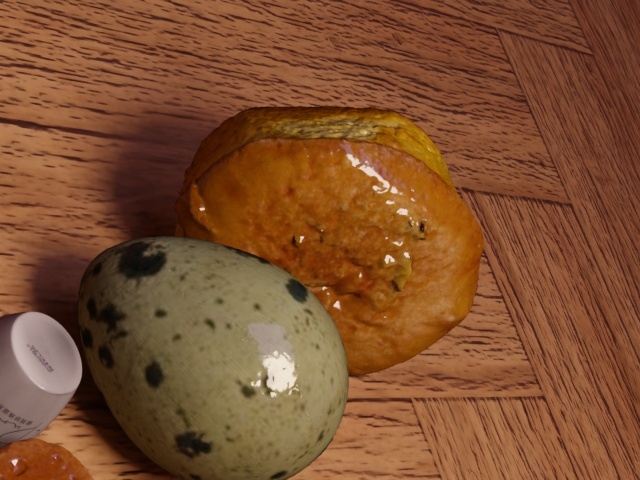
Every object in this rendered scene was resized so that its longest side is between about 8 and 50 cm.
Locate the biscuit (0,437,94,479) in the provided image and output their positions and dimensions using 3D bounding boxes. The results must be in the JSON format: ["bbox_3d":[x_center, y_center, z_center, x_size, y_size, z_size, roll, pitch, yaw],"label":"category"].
[{"bbox_3d":[-0.214,0.223,1.231,0.192,0.036,0.186,-8,61,-32],"label":"biscuit"}]

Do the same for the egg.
[{"bbox_3d":[-0.085,0.088,1.452,0.228,0.177,0.177,41,32,-3],"label":"egg"}]

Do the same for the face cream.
[{"bbox_3d":[-0.220,0.098,1.324,0.091,0.095,0.091,36,36,-32],"label":"face cream"}]

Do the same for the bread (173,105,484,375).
[{"bbox_3d":[0.000,0.000,1.592,0.268,0.268,0.145,40,25,-26],"label":"bread"}]
